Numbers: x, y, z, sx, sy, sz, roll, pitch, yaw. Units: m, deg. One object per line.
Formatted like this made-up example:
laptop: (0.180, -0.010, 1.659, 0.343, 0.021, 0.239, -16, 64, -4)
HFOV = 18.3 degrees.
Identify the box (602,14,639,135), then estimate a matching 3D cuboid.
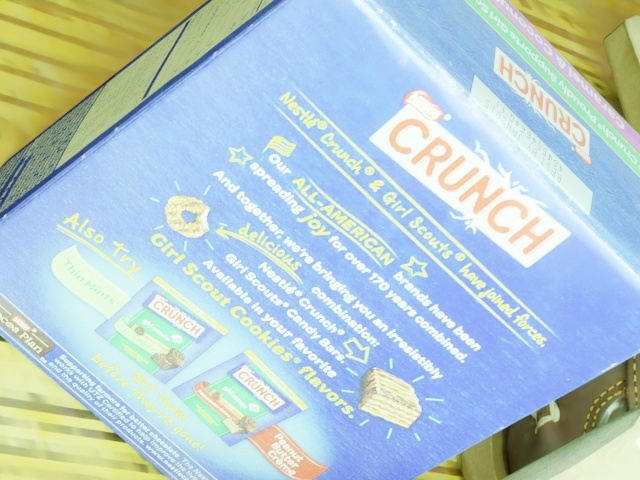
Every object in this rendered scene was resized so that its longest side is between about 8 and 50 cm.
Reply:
box: (0.175, 0.030, 0.595, 0.164, 0.021, 0.201, 3, 63, -34)

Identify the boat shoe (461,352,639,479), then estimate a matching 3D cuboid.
boat shoe: (0.107, 0.115, 0.436, 0.073, 0.073, 0.207, -22, 82, -57)

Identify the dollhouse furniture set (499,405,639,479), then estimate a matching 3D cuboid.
dollhouse furniture set: (0.060, 0.175, 0.267, 0.259, 0.135, 0.262, 53, 34, -6)

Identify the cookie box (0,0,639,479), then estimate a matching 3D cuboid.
cookie box: (0.000, 0.000, 0.363, 0.092, 0.107, 0.040, 43, 36, -19)
